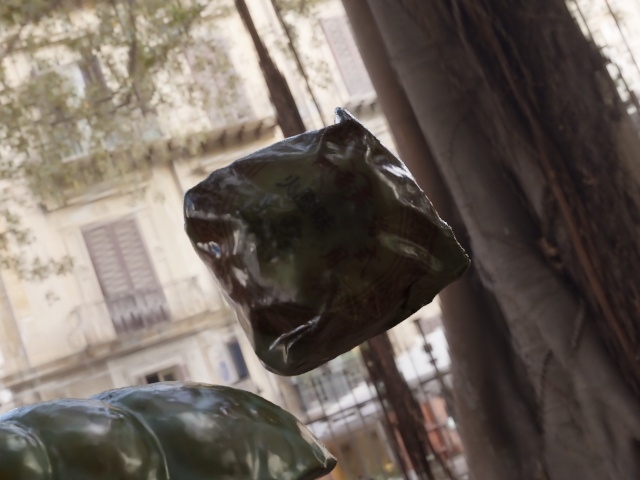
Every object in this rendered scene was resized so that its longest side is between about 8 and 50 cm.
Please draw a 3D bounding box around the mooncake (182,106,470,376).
[{"bbox_3d":[0.000,0.000,0.596,0.130,0.125,0.073,-32,-16,-15],"label":"mooncake"}]

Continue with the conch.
[{"bbox_3d":[-0.078,0.108,0.461,0.173,0.106,0.116,-20,-3,-27],"label":"conch"}]
